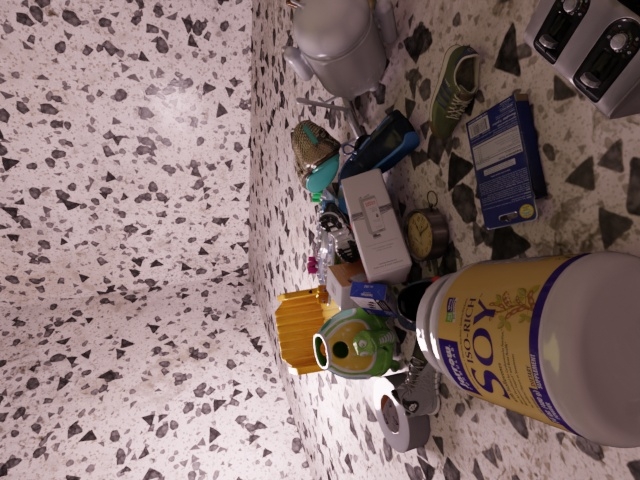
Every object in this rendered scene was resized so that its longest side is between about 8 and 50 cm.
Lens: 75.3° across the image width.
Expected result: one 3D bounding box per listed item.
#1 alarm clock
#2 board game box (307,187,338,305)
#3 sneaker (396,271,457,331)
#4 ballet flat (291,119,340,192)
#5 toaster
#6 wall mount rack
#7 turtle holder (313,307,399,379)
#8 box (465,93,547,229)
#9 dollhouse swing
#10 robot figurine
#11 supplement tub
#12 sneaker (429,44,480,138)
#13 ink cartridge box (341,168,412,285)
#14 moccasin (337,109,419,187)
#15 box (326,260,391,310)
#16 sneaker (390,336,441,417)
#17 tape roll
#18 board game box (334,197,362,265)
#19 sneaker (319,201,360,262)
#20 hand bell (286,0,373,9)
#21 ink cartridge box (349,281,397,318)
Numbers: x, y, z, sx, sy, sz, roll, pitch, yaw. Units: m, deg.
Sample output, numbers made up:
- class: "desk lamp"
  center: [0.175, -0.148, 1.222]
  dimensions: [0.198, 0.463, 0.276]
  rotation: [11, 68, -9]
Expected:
- class: "alarm clock"
  center: [0.264, -0.032, 1.017]
  dimensions: [0.129, 0.064, 0.192]
  rotation: [-126, 31, -54]
- class: "board game box"
  center: [0.000, 0.000, 1.617]
  dimensions: [0.390, 0.050, 0.390]
  rotation: [-117, 29, -73]
- class: "sneaker"
  center: [0.238, 0.160, 1.026]
  dimensions: [0.350, 0.148, 0.131]
  rotation: [122, 137, -64]
- class: "ballet flat"
  center: [-0.024, -0.284, 1.354]
  dimensions: [0.182, 0.164, 0.483]
  rotation: [57, 179, 1]
- class: "toaster"
  center: [0.371, -0.249, 0.500]
  dimensions: [0.168, 0.185, 0.110]
  rotation: [63, 156, 26]
- class: "wall mount rack"
  center: [0.017, -0.455, 1.302]
  dimensions: [0.304, 0.130, 0.350]
  rotation: [40, -148, -63]
- class: "turtle holder"
  center: [0.116, 0.343, 1.319]
  dimensions: [0.320, 0.227, 0.244]
  rotation: [-149, 55, -66]
- class: "box"
  center: [0.348, -0.140, 0.783]
  dimensions: [0.136, 0.036, 0.225]
  rotation: [159, 104, -70]
- class: "dollhouse swing"
  center: [-0.038, 0.372, 1.708]
  dimensions: [0.305, 0.315, 0.347]
  rotation: [77, -176, -81]
- class: "robot figurine"
  center: [0.055, -0.521, 1.091]
  dimensions: [0.353, 0.299, 0.200]
  rotation: [34, -143, -63]
- class: "supplement tub"
  center: [0.325, 0.145, 0.645]
  dimensions: [0.331, 0.241, 0.241]
  rotation: [162, 100, -70]
- class: "sneaker"
  center: [0.283, -0.303, 0.864]
  dimensions: [0.086, 0.064, 0.192]
  rotation: [-122, 34, -60]
- class: "ink cartridge box"
  center: [0.153, -0.024, 1.158]
  dimensions: [0.207, 0.117, 0.283]
  rotation: [65, -170, -70]
- class: "moccasin"
  center: [0.154, -0.252, 1.178]
  dimensions: [0.342, 0.137, 0.117]
  rotation: [-29, 82, 55]
- class: "box"
  center: [0.120, 0.137, 1.320]
  dimensions: [0.130, 0.170, 0.091]
  rotation: [-129, 35, -56]
- class: "sneaker"
  center: [0.247, 0.368, 1.102]
  dimensions: [0.086, 0.132, 0.229]
  rotation: [-172, 75, -70]
- class: "tape roll"
  center: [0.242, 0.520, 1.264]
  dimensions: [0.219, 0.072, 0.219]
  rotation: [173, 90, -70]
- class: "board game box"
  center: [0.102, 0.043, 1.497]
  dimensions: [0.242, 0.064, 0.317]
  rotation: [-120, 30, -48]
- class: "sneaker"
  center: [0.070, -0.029, 1.291]
  dimensions: [0.234, 0.078, 0.106]
  rotation: [56, -151, -39]
- class: "hand bell"
  center: [0.019, -0.688, 1.207]
  dimensions: [0.126, 0.242, 0.126]
  rotation: [173, 90, -70]
- class: "ink cartridge box"
  center: [0.159, 0.171, 1.169]
  dimensions: [0.207, 0.097, 0.046]
  rotation: [47, -129, -59]
